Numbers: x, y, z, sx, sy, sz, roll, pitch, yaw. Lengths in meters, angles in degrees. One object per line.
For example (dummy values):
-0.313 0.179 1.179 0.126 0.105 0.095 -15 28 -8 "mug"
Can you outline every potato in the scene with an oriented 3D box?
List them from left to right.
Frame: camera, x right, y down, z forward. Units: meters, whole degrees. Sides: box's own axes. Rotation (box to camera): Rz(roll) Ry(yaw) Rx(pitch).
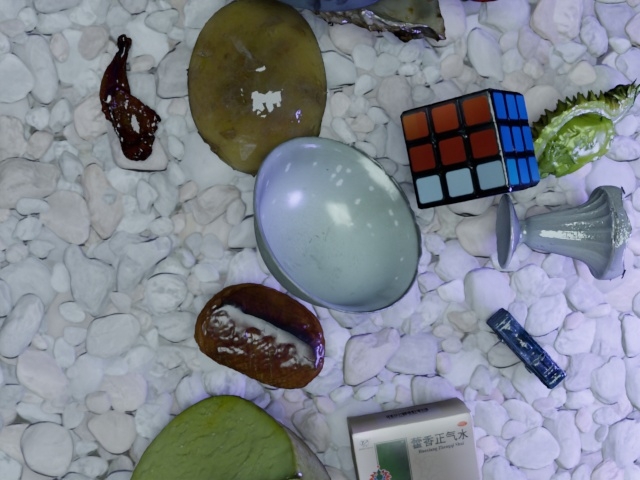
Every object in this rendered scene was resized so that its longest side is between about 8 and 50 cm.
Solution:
-0.107 -0.252 1.325 0.239 0.116 0.299 0 95 0 "potato"
-0.110 0.422 1.372 0.330 0.213 0.280 -19 124 19 "potato"

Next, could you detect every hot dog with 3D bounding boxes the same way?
-0.098 0.163 1.375 0.227 0.099 0.160 31 93 -8 "hot dog"

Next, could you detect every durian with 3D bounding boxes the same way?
0.422 -0.184 1.375 0.375 0.106 0.132 -30 103 4 "durian"

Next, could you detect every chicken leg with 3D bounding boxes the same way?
-0.321 -0.231 1.339 0.093 0.053 0.205 -23 106 -25 "chicken leg"

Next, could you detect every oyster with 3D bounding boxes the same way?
0.025 -0.430 1.318 0.396 0.111 0.204 14 62 -11 "oyster"

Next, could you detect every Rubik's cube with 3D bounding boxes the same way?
0.242 -0.145 1.301 0.163 0.162 0.160 -11 90 30 "Rubik's cube"

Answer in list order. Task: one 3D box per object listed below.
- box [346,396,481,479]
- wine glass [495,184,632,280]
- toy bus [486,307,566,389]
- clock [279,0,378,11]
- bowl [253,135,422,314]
0.164 0.380 1.424 0.212 0.095 0.168 -10 95 -4 "box"
0.404 -0.015 1.367 0.196 0.165 0.165 2 96 -1 "wine glass"
0.364 0.192 1.431 0.047 0.065 0.166 -44 97 0 "toy bus"
-0.007 -0.490 1.241 0.319 0.066 0.319 5 62 -9 "clock"
0.000 0.000 1.323 0.313 0.146 0.313 16 55 -25 "bowl"
